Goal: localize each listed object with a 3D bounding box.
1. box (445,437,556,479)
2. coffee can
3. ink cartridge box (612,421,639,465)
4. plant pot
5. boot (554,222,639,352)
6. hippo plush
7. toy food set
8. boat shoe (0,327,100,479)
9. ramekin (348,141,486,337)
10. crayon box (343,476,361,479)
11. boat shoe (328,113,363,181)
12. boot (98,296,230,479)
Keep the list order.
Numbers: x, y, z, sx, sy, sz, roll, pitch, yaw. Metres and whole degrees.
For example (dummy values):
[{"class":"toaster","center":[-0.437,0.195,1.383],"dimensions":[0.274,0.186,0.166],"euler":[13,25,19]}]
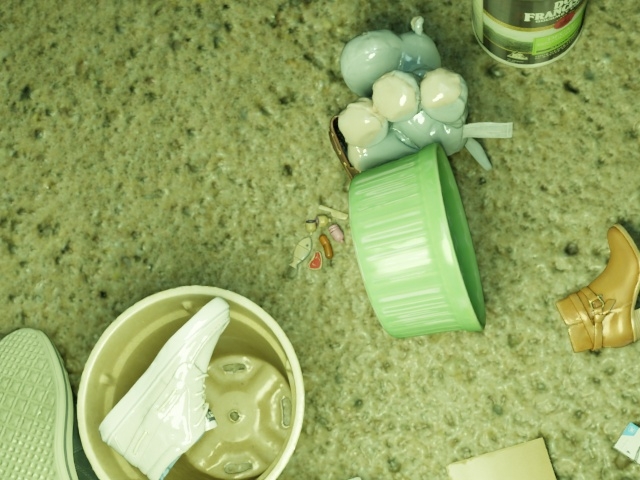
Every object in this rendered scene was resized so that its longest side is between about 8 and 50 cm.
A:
[{"class":"box","center":[0.306,0.432,1.649],"dimensions":[0.164,0.021,0.201],"euler":[-17,74,5]},{"class":"coffee can","center":[0.348,-0.432,1.722],"dimensions":[0.201,0.275,0.202],"euler":[-2,77,9]},{"class":"ink cartridge box","center":[0.510,0.330,1.638],"dimensions":[0.083,0.028,0.048],"euler":[33,84,14]},{"class":"plant pot","center":[-0.165,0.262,1.618],"dimensions":[0.333,0.305,0.334],"euler":[-2,77,8]},{"class":"boot","center":[0.454,0.079,1.688],"dimensions":[0.152,0.073,0.197],"euler":[-17,72,9]},{"class":"hippo plush","center":[0.155,-0.267,1.713],"dimensions":[0.294,0.234,0.237],"euler":[-4,62,-14]},{"class":"toy food set","center":[0.000,0.000,1.804],"dimensions":[0.078,0.019,0.122],"euler":[20,80,13]},{"class":"boat shoe","center":[-0.445,0.377,1.720],"dimensions":[0.187,0.156,0.500],"euler":[-29,62,6]},{"class":"ramekin","center":[0.152,0.009,1.641],"dimensions":[0.148,0.303,0.303],"euler":[-14,75,13]},{"class":"crayon box","center":[-0.025,0.482,1.538],"dimensions":[0.083,0.323,0.203],"euler":[-31,71,31]},{"class":"boat shoe","center":[0.077,-0.128,1.797],"dimensions":[0.073,0.073,0.207],"euler":[-36,75,-2]},{"class":"boot","center":[-0.181,0.210,1.437],"dimensions":[0.123,0.095,0.258],"euler":[40,94,9]}]
